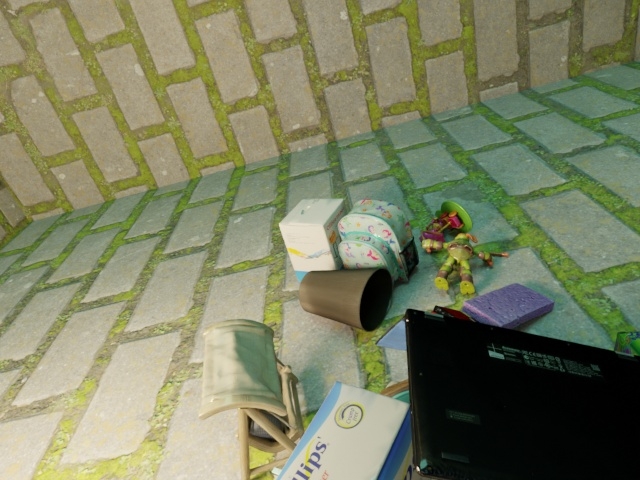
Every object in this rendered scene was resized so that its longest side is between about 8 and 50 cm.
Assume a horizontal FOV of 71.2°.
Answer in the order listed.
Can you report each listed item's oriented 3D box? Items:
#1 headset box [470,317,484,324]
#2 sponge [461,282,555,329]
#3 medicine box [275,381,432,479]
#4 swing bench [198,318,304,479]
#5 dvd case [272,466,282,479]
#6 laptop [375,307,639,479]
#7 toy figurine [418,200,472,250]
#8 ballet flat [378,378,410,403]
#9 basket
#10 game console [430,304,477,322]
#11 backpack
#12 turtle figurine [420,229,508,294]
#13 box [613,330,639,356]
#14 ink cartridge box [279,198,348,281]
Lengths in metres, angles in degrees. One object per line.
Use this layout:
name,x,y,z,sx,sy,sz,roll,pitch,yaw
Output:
headset box,0.377,0.217,1.087,0.083,0.032,0.062,-7,29,3
sponge,0.470,0.164,1.117,0.210,0.031,0.117,-12,26,-29
medicine box,0.054,0.425,0.688,0.149,0.289,0.263,5,36,33
swing bench,-0.143,0.333,0.977,0.165,0.255,0.253,-18,30,-2
dvd case,-0.036,0.471,0.830,0.087,0.120,0.013,3,35,30
laptop,0.293,0.264,0.698,0.381,0.236,0.408,11,33,1
toy figurine,0.388,-0.034,1.487,0.159,0.130,0.173,-38,13,-16
ballet flat,0.222,0.326,0.969,0.342,0.116,0.124,-24,10,-13
basket,0.063,0.158,1.281,0.226,0.154,0.204,1,33,35
game console,0.310,0.219,1.040,0.124,0.085,0.144,16,10,-25
backpack,0.167,0.006,1.369,0.225,0.254,0.191,11,40,38
turtle figurine,0.419,0.051,1.307,0.269,0.087,0.217,17,50,7
box,0.647,0.282,0.661,0.289,0.177,0.279,-2,23,7
ink cartridge box,0.000,0.000,1.482,0.168,0.233,0.171,2,35,30
